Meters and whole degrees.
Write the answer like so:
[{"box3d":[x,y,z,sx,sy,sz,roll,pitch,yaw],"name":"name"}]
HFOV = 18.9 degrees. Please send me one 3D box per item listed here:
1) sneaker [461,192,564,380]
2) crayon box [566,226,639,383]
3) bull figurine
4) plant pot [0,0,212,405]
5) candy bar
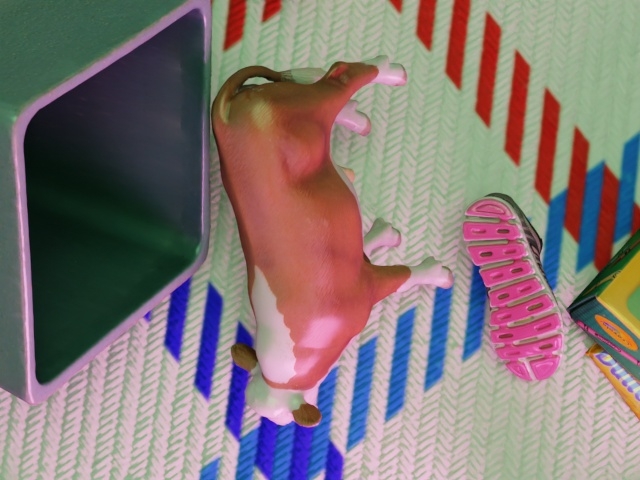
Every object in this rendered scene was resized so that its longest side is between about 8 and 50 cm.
[{"box3d":[0.165,0.033,1.608,0.063,0.075,0.170,-16,106,18],"name":"sneaker"},{"box3d":[0.365,0.090,1.599,0.278,0.081,0.165,44,73,1],"name":"crayon box"},{"box3d":[0.000,0.000,1.542,0.188,0.101,0.310,-28,118,-35],"name":"bull figurine"},{"box3d":[-0.253,-0.068,1.464,0.252,0.247,0.248,18,125,23],"name":"plant pot"},{"box3d":[0.283,0.143,1.626,0.040,0.018,0.161,-37,88,-9],"name":"candy bar"}]
